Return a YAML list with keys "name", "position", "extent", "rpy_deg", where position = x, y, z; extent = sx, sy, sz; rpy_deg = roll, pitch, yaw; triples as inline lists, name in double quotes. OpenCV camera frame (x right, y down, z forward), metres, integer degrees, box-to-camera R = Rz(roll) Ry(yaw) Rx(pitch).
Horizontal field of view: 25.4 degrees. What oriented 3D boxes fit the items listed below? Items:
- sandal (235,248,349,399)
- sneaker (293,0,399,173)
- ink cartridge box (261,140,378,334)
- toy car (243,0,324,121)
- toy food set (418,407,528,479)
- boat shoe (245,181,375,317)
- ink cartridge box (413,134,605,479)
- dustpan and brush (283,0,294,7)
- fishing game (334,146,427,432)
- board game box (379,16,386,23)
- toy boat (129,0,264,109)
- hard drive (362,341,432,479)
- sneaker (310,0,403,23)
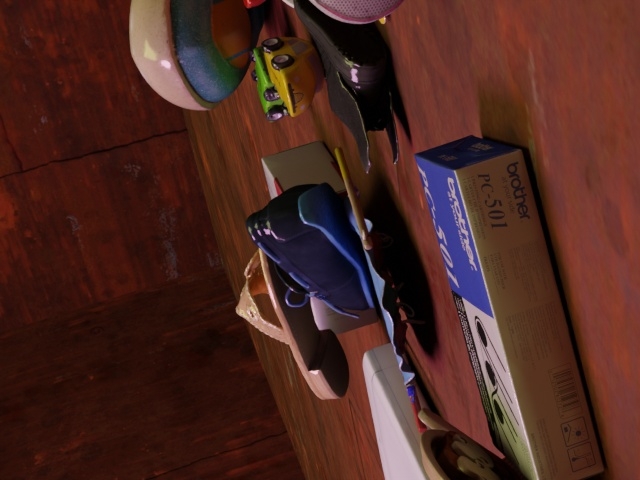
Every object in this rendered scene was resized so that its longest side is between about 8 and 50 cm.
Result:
- name: "sandal"
  position: [-0.048, 0.077, 1.481]
  extent: [0.088, 0.079, 0.240]
  rpy_deg: [-69, -37, -48]
- name: "sneaker"
  position: [0.020, -0.141, 1.154]
  extent: [0.089, 0.051, 0.170]
  rpy_deg: [87, 162, -45]
- name: "ink cartridge box"
  position: [0.000, 0.000, 1.552]
  extent: [0.127, 0.072, 0.175]
  rpy_deg: [-121, 16, -58]
- name: "toy car"
  position: [-0.045, -0.202, 1.500]
  extent: [0.225, 0.053, 0.239]
  rpy_deg: [89, 163, -67]
- name: "toy food set"
  position: [0.123, 0.160, 0.923]
  extent: [0.132, 0.038, 0.192]
  rpy_deg: [33, -167, -9]
- name: "boat shoe"
  position: [-0.007, 0.004, 1.386]
  extent: [0.258, 0.089, 0.109]
  rpy_deg: [57, -159, -61]
- name: "ink cartridge box"
  position: [0.116, 0.042, 0.884]
  extent: [0.097, 0.046, 0.207]
  rpy_deg: [-138, 31, -76]
- name: "dustpan and brush"
  position: [-0.071, -0.324, 1.376]
  extent: [0.211, 0.060, 0.147]
  rpy_deg: [-115, 11, -47]
- name: "fishing game"
  position: [0.064, 0.041, 1.313]
  extent: [0.189, 0.041, 0.264]
  rpy_deg: [-104, -4, -52]
- name: "board game box"
  position: [0.002, -0.289, 1.032]
  extent: [0.124, 0.039, 0.259]
  rpy_deg: [-115, 8, -51]
- name: "toy boat"
  position: [-0.136, -0.305, 1.579]
  extent: [0.267, 0.148, 0.318]
  rpy_deg: [-71, -29, -60]
- name: "hard drive"
  position: [0.128, 0.298, 1.395]
  extent: [0.353, 0.047, 0.233]
  rpy_deg: [-117, 11, -49]
- name: "sneaker"
  position: [0.026, -0.194, 0.793]
  extent: [0.252, 0.103, 0.111]
  rpy_deg: [85, 168, -61]
